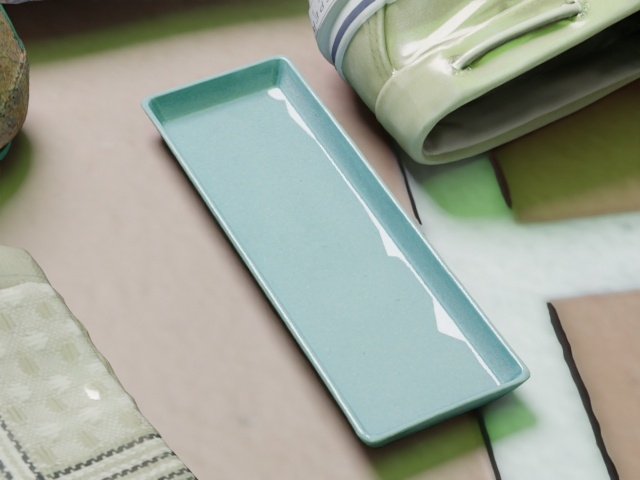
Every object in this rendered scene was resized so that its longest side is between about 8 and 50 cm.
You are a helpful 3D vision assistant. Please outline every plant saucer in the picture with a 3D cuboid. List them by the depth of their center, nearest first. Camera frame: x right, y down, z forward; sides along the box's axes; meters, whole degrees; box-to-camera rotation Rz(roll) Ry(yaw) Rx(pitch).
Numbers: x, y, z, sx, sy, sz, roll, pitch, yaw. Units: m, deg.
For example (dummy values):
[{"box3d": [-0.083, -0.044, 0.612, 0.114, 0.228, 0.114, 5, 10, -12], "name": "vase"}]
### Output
[{"box3d": [0.000, 0.000, 0.626, 0.067, 0.018, 0.192, -20, 52, -20], "name": "plant saucer"}]

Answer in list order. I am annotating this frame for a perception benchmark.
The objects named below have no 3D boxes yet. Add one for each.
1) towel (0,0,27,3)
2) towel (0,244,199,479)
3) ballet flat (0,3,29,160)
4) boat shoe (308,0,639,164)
[{"box3d": [-0.165, -0.166, 0.749, 0.285, 0.034, 0.209, -14, 41, -14], "name": "towel"}, {"box3d": [-0.128, 0.115, 0.414, 0.312, 0.056, 0.324, -12, 47, -42], "name": "towel"}, {"box3d": [-0.259, -0.040, 0.591, 0.316, 0.106, 0.107, -25, 52, -23], "name": "ballet flat"}, {"box3d": [0.146, -0.112, 0.695, 0.302, 0.109, 0.094, -22, 66, -10], "name": "boat shoe"}]
